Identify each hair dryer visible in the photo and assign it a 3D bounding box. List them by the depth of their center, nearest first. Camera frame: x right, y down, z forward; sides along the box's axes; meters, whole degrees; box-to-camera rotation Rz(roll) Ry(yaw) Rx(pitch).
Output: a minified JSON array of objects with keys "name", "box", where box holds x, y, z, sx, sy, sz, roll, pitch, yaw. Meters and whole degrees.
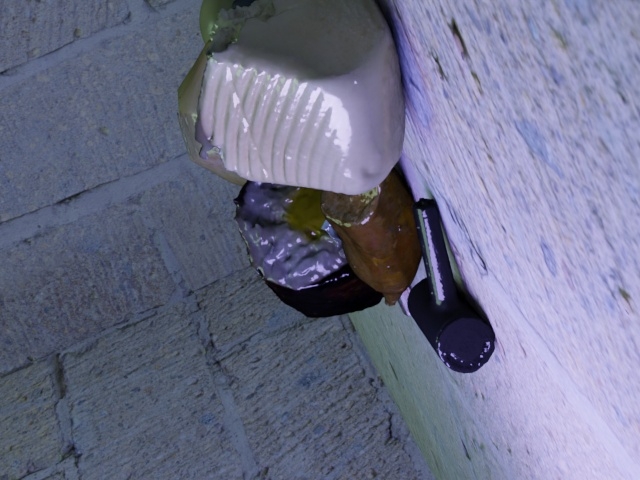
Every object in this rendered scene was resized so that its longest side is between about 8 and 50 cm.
[{"name":"hair dryer","box":[0.184,0.052,1.501,0.197,0.089,0.251,-119,15,-70]}]

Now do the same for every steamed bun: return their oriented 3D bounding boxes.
[{"name":"steamed bun","box":[-0.006,-0.232,1.320,0.290,0.274,0.272,83,-154,-63]}]

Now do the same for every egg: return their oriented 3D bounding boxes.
[{"name":"egg","box":[-0.175,-0.477,2.233,0.241,0.186,0.186,63,177,-23]}]

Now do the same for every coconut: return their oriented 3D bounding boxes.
[{"name":"coconut","box":[-0.138,-0.276,2.055,0.352,0.353,0.352,156,90,-86]}]

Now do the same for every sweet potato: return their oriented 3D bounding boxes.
[{"name":"sweet potato","box":[0.097,-0.024,1.662,0.158,0.158,0.369,63,-179,42]}]

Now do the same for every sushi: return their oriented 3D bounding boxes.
[{"name":"sushi","box":[-0.002,0.000,1.978,0.299,0.281,0.294,54,177,21]}]

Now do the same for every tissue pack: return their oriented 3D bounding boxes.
[{"name":"tissue pack","box":[0.180,0.118,2.092,0.063,0.035,0.083,-156,41,-83]}]

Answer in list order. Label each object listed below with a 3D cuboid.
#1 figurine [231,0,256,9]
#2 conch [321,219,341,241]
[{"name":"figurine","box":[-0.057,-0.324,1.579,0.175,0.197,0.265,65,-164,2]},{"name":"conch","box":[0.069,-0.073,1.781,0.135,0.153,0.102,34,-167,-13]}]
